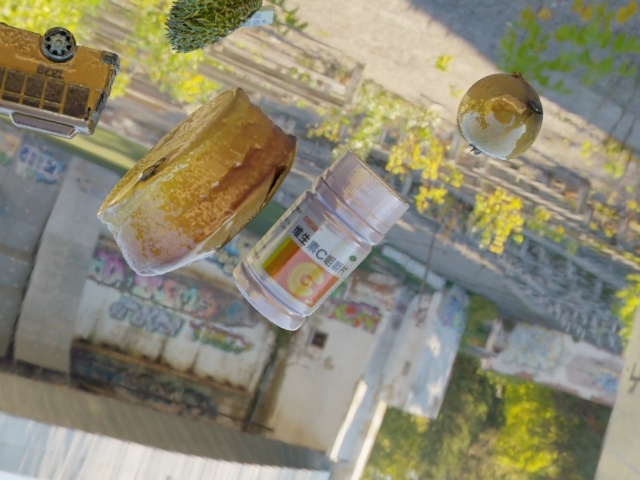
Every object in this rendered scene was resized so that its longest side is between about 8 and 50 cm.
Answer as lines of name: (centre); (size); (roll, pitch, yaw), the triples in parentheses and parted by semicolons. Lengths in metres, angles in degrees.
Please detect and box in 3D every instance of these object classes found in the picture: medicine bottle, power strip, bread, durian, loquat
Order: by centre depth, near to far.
bread: (-0.147, -0.070, 0.987); (0.142, 0.269, 0.195); (50, 145, -19)
medicine bottle: (0.000, 0.000, 1.148); (0.133, 0.249, 0.133); (43, -172, -8)
durian: (-0.195, -0.374, 1.283); (0.221, 0.137, 0.095); (13, 142, 58)
loquat: (0.308, -0.210, 1.368); (0.137, 0.163, 0.163); (39, -177, 28)
power strip: (-0.127, -0.414, 1.477); (0.090, 0.016, 0.040); (-12, 158, -14)

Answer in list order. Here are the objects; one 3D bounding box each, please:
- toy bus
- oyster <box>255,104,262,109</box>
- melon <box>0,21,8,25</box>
toy bus: (-0.336, -0.186, 0.897); (0.201, 0.114, 0.098); (13, 178, -14)
oyster: (-0.122, -0.126, 1.171); (0.051, 0.148, 0.103); (-7, -165, -39)
melon: (-0.491, -0.300, 1.285); (0.114, 0.053, 0.262); (-12, 168, -6)
